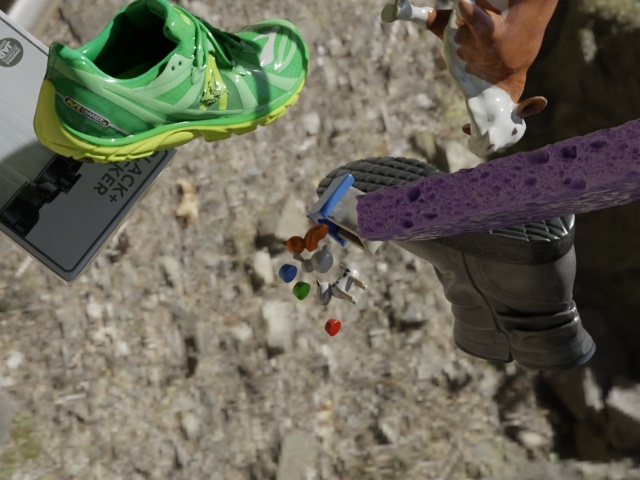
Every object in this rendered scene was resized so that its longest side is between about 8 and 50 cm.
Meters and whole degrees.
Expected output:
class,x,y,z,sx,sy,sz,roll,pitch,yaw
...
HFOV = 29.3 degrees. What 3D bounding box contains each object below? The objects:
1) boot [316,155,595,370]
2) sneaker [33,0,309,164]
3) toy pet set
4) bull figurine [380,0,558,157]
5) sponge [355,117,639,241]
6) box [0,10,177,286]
class,x,y,z,sx,sy,sz,roll,pitch,yaw
boot,0.149,0.037,1.430,0.118,0.338,0.222,-43,136,-32
sneaker,-0.116,-0.155,1.084,0.295,0.109,0.123,-25,134,-41
toy pet set,0.000,0.000,1.019,0.114,0.065,0.122,-53,148,-12
bull figurine,0.176,-0.243,1.235,0.188,0.101,0.310,27,82,-41
sponge,0.133,-0.032,0.676,0.117,0.210,0.031,-3,82,-50
box,-0.301,-0.108,1.177,0.290,0.087,0.169,40,79,-5
